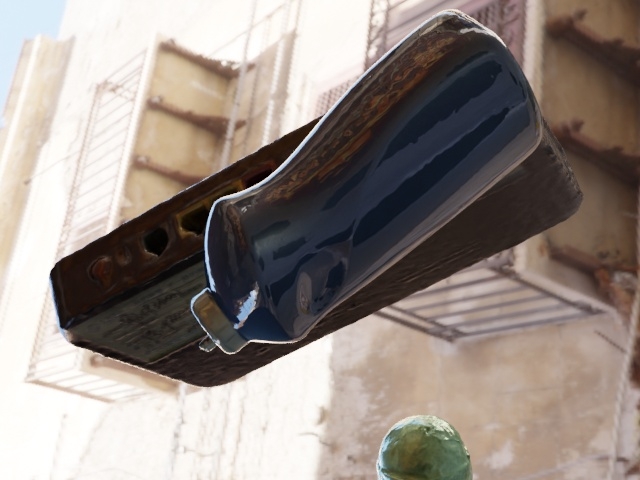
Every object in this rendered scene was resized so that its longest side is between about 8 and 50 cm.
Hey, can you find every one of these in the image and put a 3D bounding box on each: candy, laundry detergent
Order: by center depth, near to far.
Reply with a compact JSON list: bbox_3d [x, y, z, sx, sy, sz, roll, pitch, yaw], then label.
[{"bbox_3d":[0.013,-0.017,0.485,0.206,0.061,0.096,-41,-39,1],"label":"laundry detergent"},{"bbox_3d":[0.155,0.421,1.229,0.119,0.119,0.439,-27,-66,-40],"label":"candy"}]

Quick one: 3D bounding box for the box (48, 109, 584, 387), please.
[{"bbox_3d":[0.000,0.000,0.694,0.211,0.350,0.058,36,-148,-56],"label":"box"}]
